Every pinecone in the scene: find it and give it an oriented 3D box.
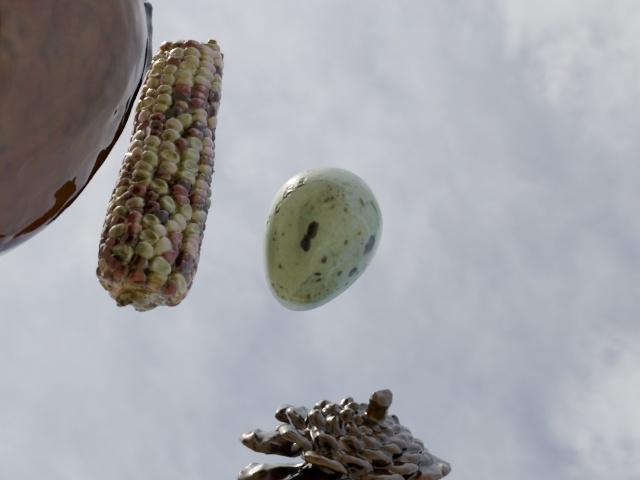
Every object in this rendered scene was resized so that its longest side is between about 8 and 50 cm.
[{"bbox_3d":[0.020,0.298,1.379,0.244,0.244,0.309,13,-85,34],"label":"pinecone"}]

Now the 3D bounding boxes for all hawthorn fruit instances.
[{"bbox_3d":[-0.288,-0.127,0.950,0.308,0.308,0.324,-35,-149,32],"label":"hawthorn fruit"}]

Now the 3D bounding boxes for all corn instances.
[{"bbox_3d":[-0.141,-0.067,1.196,0.092,0.092,0.280,-9,-118,36],"label":"corn"}]

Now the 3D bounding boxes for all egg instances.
[{"bbox_3d":[0.000,0.000,1.429,0.131,0.131,0.164,14,-93,34],"label":"egg"}]
